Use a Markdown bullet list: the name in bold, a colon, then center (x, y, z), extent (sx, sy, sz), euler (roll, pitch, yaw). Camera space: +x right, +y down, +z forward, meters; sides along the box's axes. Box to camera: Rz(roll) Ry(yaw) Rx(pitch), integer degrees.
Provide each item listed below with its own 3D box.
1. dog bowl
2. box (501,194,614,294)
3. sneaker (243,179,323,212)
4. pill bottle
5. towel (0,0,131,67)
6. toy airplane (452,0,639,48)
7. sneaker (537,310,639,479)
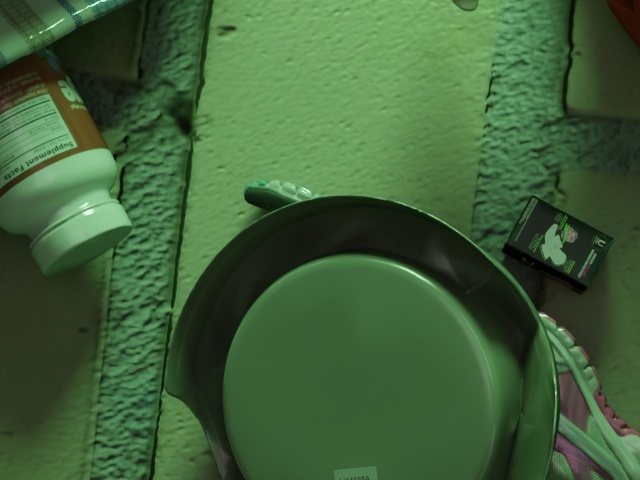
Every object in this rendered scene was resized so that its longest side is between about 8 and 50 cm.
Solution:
- **dog bowl**: center (0.043, 0.135, 1.372), extent (0.348, 0.102, 0.349), euler (1, 93, 24)
- **box**: center (0.212, 0.005, 1.447), extent (0.083, 0.062, 0.052), euler (29, 84, 7)
- **sneaker**: center (0.000, 0.000, 1.463), extent (0.166, 0.065, 0.076), euler (25, 90, 8)
- **pill bottle**: center (-0.259, -0.083, 1.458), extent (0.121, 0.121, 0.216), euler (-29, 83, 0)
- **towel**: center (-0.272, -0.256, 1.450), extent (0.285, 0.034, 0.209), euler (-35, 68, -27)
- **toy airplane**: center (0.243, -0.356, 1.385), extent (0.386, 0.272, 0.384), euler (13, 97, -27)
- **sneaker**: center (0.198, 0.156, 1.410), extent (0.111, 0.103, 0.252), euler (-35, 82, -3)
